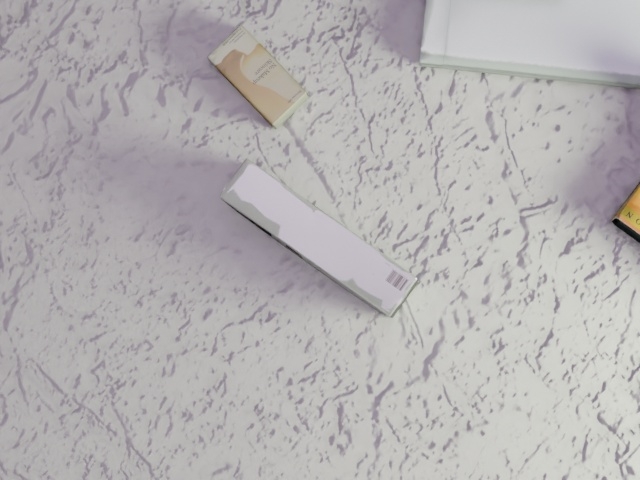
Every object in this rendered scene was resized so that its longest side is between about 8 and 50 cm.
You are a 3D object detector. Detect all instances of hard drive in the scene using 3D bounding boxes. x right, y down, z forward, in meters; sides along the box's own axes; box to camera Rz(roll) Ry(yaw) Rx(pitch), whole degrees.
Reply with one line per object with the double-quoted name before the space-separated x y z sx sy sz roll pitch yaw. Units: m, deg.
"hard drive" 0.280 -0.290 1.856 0.308 0.040 0.203 6 87 5

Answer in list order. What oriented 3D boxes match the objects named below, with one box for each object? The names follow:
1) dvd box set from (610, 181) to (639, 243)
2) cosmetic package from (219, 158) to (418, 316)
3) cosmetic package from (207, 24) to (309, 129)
"dvd box set" 0.580 -0.100 1.809 0.308 0.062 0.420 36 89 6
"cosmetic package" 0.000 0.000 1.830 0.239 0.099 0.060 35 92 6
"cosmetic package" -0.073 -0.193 1.875 0.115 0.041 0.060 45 90 6
